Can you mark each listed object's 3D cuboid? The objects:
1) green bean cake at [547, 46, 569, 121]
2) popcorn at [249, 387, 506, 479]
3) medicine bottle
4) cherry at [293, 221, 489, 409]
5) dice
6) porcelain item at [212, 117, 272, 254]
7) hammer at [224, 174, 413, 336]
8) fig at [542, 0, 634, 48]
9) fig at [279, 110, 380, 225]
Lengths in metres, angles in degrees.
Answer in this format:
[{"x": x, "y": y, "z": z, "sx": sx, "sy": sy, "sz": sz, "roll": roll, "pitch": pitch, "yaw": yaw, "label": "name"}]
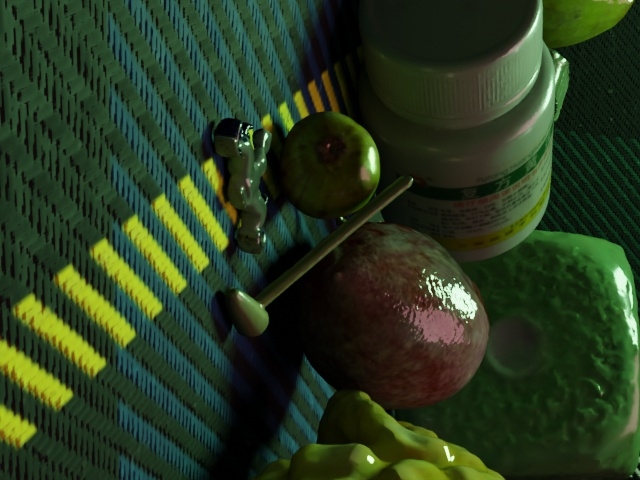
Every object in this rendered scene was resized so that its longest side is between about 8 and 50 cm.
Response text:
[{"x": 0.270, "y": -0.236, "z": 1.651, "sx": 0.183, "sy": 0.185, "sz": 0.094, "roll": 42, "pitch": 61, "yaw": -74, "label": "green bean cake"}, {"x": 0.050, "y": 0.301, "z": 0.948, "sx": 0.382, "sy": 0.349, "sz": 0.349, "roll": -75, "pitch": 168, "yaw": -61, "label": "popcorn"}, {"x": 0.147, "y": -0.143, "z": 1.205, "sx": 0.340, "sy": 0.208, "sz": 0.208, "roll": 74, "pitch": 29, "yaw": -58, "label": "medicine bottle"}, {"x": 0.059, "y": 0.065, "z": 1.065, "sx": 0.192, "sy": 0.175, "sz": 0.249, "roll": 66, "pitch": 12, "yaw": 23, "label": "cherry"}, {"x": 0.264, "y": 0.172, "z": 1.539, "sx": 0.330, "sy": 0.318, "sz": 0.322, "roll": 53, "pitch": 36, "yaw": -74, "label": "dice"}, {"x": -0.053, "y": -0.058, "z": 0.870, "sx": 0.136, "sy": 0.021, "sz": 0.075, "roll": 82, "pitch": 23, "yaw": -48, "label": "porcelain item"}, {"x": 0.000, "y": 0.000, "z": 0.915, "sx": 0.195, "sy": 0.028, "sz": 0.060, "roll": -40, "pitch": 148, "yaw": -14, "label": "hammer"}, {"x": 0.342, "y": -0.401, "z": 1.663, "sx": 0.239, "sy": 0.271, "sz": 0.239, "roll": 17, "pitch": 90, "yaw": -87, "label": "fig"}, {"x": 0.001, "y": -0.040, "z": 0.989, "sx": 0.166, "sy": 0.093, "sz": 0.093, "roll": 107, "pitch": 3, "yaw": -54, "label": "fig"}]
